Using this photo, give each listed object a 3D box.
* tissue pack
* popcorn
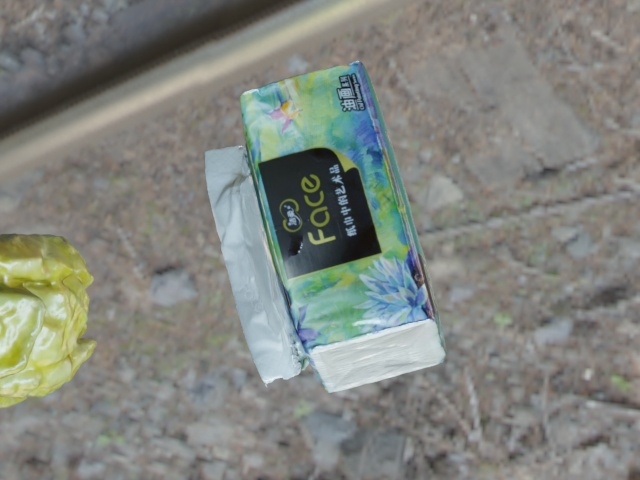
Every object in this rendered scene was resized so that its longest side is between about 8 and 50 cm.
[{"bbox_3d":[-0.001,-0.001,0.578,0.079,0.111,0.085,-16,162,2],"label":"tissue pack"},{"bbox_3d":[-0.275,0.050,1.108,0.195,0.168,0.174,0,113,14],"label":"popcorn"}]
